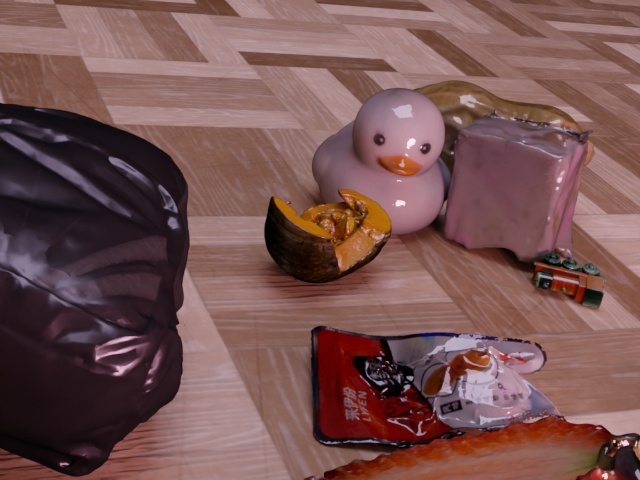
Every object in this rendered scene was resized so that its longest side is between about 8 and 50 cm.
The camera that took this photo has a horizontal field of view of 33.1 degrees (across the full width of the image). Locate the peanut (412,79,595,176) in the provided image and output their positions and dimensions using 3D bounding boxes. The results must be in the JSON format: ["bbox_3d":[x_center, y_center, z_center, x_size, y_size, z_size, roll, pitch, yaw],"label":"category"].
[{"bbox_3d":[0.264,-0.163,1.736,0.340,0.174,0.158,16,29,6],"label":"peanut"}]

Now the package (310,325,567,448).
[{"bbox_3d":[0.124,0.158,1.171,0.269,0.071,0.194,-4,25,-1],"label":"package"}]

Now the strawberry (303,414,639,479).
[{"bbox_3d":[0.138,0.248,0.953,0.306,0.138,0.233,-11,3,12],"label":"strawberry"}]

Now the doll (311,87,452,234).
[{"bbox_3d":[0.099,-0.132,1.570,0.221,0.221,0.251,8,26,-6],"label":"doll"}]

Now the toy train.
[{"bbox_3d":[0.339,0.055,1.479,0.103,0.044,0.064,14,37,7],"label":"toy train"}]

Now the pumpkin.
[{"bbox_3d":[0.000,0.000,1.383,0.183,0.108,0.119,-5,36,-44],"label":"pumpkin"}]

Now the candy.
[{"bbox_3d":[0.285,-0.077,1.555,0.184,0.195,0.137,18,25,22],"label":"candy"}]

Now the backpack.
[{"bbox_3d":[-0.282,0.015,1.050,0.363,0.255,0.446,26,28,-6],"label":"backpack"}]
